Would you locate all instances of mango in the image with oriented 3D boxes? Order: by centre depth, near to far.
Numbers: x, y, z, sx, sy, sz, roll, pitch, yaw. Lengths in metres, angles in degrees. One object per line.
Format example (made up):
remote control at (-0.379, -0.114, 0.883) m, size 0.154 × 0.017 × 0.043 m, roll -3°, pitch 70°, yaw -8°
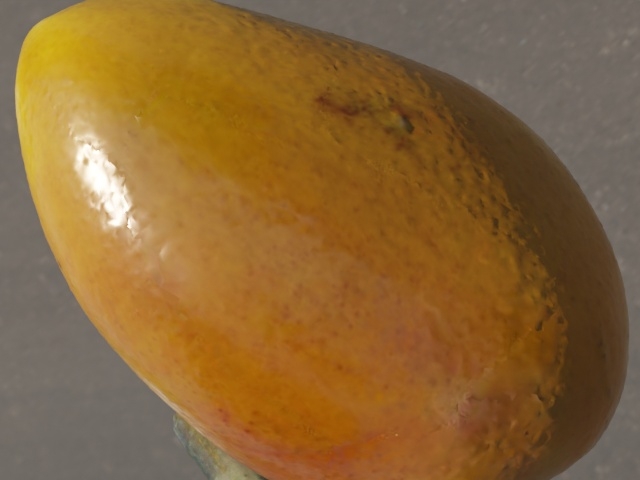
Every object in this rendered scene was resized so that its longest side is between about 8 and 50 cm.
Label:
mango at (0.001, 0.000, 0.488) m, size 0.217 × 0.141 × 0.102 m, roll 37°, pitch 172°, yaw -8°

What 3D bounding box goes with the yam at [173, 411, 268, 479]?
yam at (-0.006, 0.140, 0.652) m, size 0.234 × 0.029 × 0.027 m, roll 47°, pitch 155°, yaw 47°
